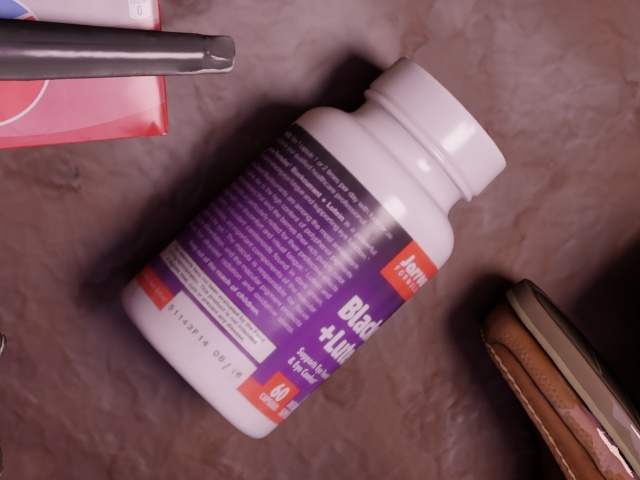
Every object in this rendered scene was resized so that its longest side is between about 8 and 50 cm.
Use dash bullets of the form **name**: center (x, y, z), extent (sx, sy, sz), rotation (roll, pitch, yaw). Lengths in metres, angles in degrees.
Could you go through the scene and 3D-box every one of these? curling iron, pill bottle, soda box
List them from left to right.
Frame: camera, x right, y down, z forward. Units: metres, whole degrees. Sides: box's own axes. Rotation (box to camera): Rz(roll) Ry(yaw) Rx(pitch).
- **soda box**: center (-0.210, -0.088, 0.808), extent (0.263, 0.083, 0.092), rotation (-6, 104, -13)
- **curling iron**: center (-0.171, -0.100, 0.752), extent (0.274, 0.035, 0.068), rotation (7, 99, -14)
- **pill bottle**: center (0.000, 0.000, 0.865), extent (0.193, 0.108, 0.108), rotation (-44, 108, -1)

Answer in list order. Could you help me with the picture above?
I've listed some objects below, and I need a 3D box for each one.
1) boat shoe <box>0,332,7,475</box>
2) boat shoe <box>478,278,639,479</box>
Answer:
- **boat shoe**: center (-0.190, 0.112, 0.876), extent (0.049, 0.056, 0.152), rotation (18, 107, -22)
- **boat shoe**: center (0.165, 0.167, 0.941), extent (0.104, 0.111, 0.307), rotation (-33, 101, 11)
